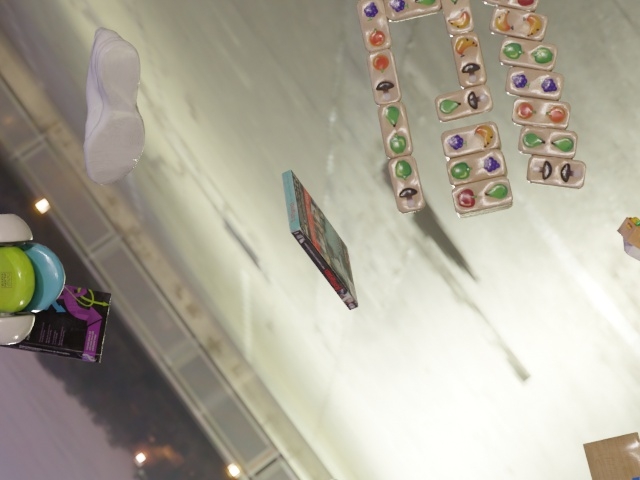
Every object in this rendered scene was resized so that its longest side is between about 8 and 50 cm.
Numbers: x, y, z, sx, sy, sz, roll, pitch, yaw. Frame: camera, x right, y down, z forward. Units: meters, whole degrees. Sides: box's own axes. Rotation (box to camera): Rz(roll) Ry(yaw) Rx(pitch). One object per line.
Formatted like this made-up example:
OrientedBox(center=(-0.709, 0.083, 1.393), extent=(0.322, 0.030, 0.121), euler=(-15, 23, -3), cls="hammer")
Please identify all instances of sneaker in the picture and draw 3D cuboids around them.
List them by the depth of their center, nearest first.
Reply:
OrientedBox(center=(-0.282, -0.181, 1.668), extent=(0.094, 0.080, 0.212), euler=(47, 134, 47), cls="sneaker")

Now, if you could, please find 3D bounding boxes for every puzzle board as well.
OrientedBox(center=(0.511, 0.399, 2.135), extent=(0.011, 0.096, 0.128), euler=(6, -111, -73), cls="puzzle board")

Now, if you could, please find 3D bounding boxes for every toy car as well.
OrientedBox(center=(-0.394, 0.047, 1.577), extent=(0.182, 0.136, 0.159), euler=(-3, 89, 46), cls="toy car")

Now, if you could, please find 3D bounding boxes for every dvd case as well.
OrientedBox(center=(0.000, 0.000, 1.182), extent=(0.119, 0.013, 0.087), euler=(52, -162, -39), cls="dvd case")

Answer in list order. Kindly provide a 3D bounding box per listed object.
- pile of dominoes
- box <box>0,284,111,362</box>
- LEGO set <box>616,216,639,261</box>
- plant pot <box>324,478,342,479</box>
OrientedBox(center=(0.152, -0.152, 1.273), extent=(0.040, 0.196, 0.251), euler=(39, -141, -78), cls="pile of dominoes")
OrientedBox(center=(-0.405, 0.118, 1.890), extent=(0.029, 0.162, 0.116), euler=(112, 165, -51), cls="box")
OrientedBox(center=(0.525, 0.045, 1.614), extent=(0.287, 0.132, 0.107), euler=(48, 131, 2), cls="LEGO set")
OrientedBox(center=(-0.026, 0.493, 1.871), extent=(0.252, 0.247, 0.248), euler=(91, 162, -51), cls="plant pot")
